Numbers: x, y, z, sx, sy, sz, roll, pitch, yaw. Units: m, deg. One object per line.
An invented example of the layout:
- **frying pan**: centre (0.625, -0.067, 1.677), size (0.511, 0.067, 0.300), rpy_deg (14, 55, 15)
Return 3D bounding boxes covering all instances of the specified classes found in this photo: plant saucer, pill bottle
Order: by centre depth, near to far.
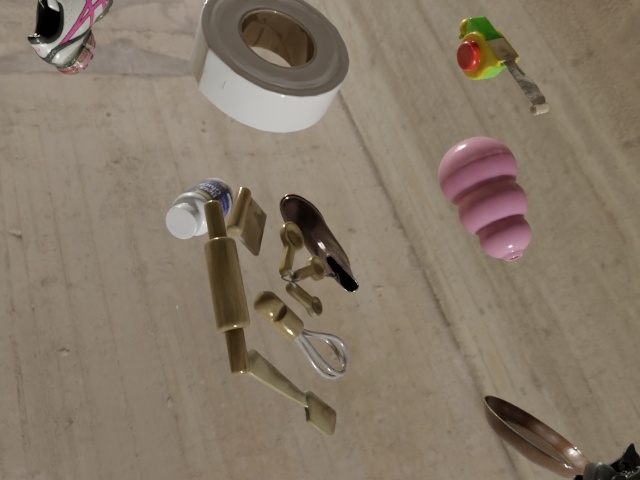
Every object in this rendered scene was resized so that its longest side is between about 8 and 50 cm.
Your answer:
- **plant saucer**: centre (0.303, 0.283, 0.773), size (0.168, 0.168, 0.029), rpy_deg (28, -83, -6)
- **pill bottle**: centre (-0.257, -0.067, 1.153), size (0.094, 0.094, 0.169), rpy_deg (36, -152, -1)

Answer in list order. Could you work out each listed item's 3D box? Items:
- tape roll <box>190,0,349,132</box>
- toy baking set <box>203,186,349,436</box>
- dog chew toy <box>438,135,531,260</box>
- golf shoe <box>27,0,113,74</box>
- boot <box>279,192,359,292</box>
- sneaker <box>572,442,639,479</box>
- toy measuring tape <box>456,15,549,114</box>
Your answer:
- **tape roll**: centre (-0.094, -0.342, 1.012), size (0.286, 0.100, 0.286), rpy_deg (12, -122, -19)
- **toy baking set**: centre (-0.035, 0.067, 0.547), size (0.197, 0.030, 0.256), rpy_deg (18, -125, -52)
- **dog chew toy**: centre (0.442, -0.103, 1.419), size (0.207, 0.206, 0.331), rpy_deg (-8, -111, -26)
- **golf shoe**: centre (-0.333, -0.324, 0.729), size (0.067, 0.086, 0.186), rpy_deg (10, -98, 14)
- **boot**: centre (0.000, 0.000, 1.311), size (0.090, 0.207, 0.248), rpy_deg (-38, -70, -1)
- **sneaker**: centre (0.210, 0.212, 0.410), size (0.170, 0.051, 0.089), rpy_deg (1, -108, -27)
- **toy measuring tape**: centre (0.410, -0.391, 1.268), size (0.121, 0.121, 0.330), rpy_deg (-11, -118, -27)
